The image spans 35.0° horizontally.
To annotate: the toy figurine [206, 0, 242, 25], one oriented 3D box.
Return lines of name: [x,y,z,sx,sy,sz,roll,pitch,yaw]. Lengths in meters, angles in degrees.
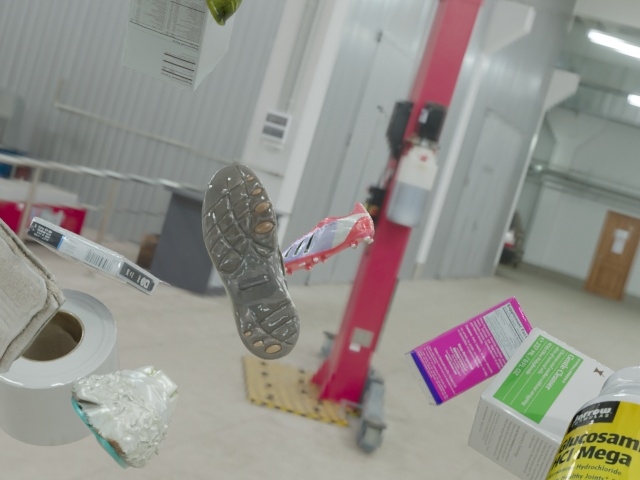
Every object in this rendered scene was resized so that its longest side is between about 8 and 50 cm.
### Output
toy figurine: [-0.118,-0.550,1.621,0.217,0.362,0.191,-15,-16,-4]

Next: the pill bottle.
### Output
pill bottle: [0.399,0.326,1.343,0.188,0.188,0.334,18,42,20]

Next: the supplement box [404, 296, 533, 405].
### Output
supplement box: [0.278,0.204,1.855,0.220,0.114,0.111,-26,-7,-5]

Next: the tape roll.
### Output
tape roll: [-0.491,0.229,1.860,0.246,0.169,0.246,3,43,-3]

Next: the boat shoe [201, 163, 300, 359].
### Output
boat shoe: [-0.128,0.044,1.786,0.132,0.355,0.130,-11,-13,-5]

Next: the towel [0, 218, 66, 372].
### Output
towel: [-0.510,0.046,1.468,0.282,0.187,0.049,44,22,6]

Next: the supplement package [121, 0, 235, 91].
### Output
supplement package: [-0.249,-0.420,1.851,0.149,0.203,0.194,21,37,4]

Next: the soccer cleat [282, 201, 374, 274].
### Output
soccer cleat: [0.000,0.000,2.250,0.248,0.095,0.083,-22,-16,8]

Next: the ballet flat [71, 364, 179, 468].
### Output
ballet flat: [-0.261,0.233,1.410,0.147,0.147,0.409,16,-15,-6]

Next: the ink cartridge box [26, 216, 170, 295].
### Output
ink cartridge box: [-0.406,0.038,1.869,0.206,0.045,0.208,22,-9,21]

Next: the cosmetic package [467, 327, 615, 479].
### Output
cosmetic package: [0.450,0.331,1.651,0.365,0.155,0.197,28,51,22]
